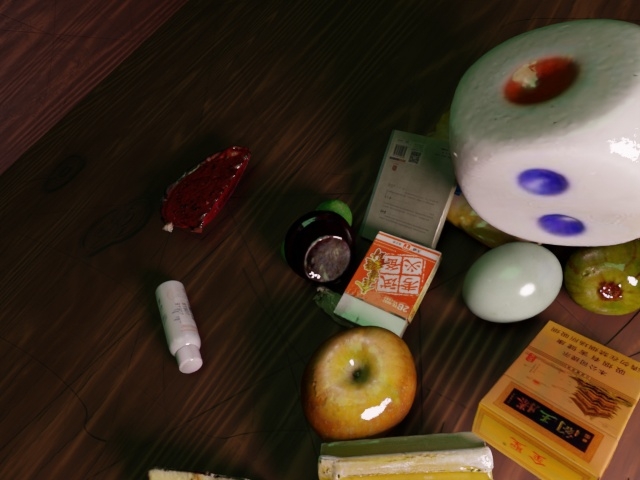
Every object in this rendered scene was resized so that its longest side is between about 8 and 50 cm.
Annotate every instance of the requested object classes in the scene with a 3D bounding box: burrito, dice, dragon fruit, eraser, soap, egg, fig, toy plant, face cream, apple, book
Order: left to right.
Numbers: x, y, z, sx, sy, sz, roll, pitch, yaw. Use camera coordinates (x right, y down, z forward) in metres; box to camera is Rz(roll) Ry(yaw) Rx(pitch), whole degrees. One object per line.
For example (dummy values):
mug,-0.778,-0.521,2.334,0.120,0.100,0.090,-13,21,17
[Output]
face cream,-0.364,0.221,1.201,0.082,0.082,0.269,-33,50,-1
dragon fruit,-0.368,-0.154,1.464,0.282,0.100,0.344,9,58,32
toy plant,0.000,0.000,1.149,0.218,0.175,0.235,-39,23,2
burrito,0.053,0.164,1.072,0.188,0.045,0.058,32,89,35
apple,0.076,0.282,0.896,0.234,0.173,0.210,-26,50,-8
eraser,0.151,0.100,1.031,0.157,0.038,0.230,21,68,27
soap,0.140,0.414,0.754,0.274,0.089,0.174,-7,94,9
book,0.215,-0.111,1.115,0.214,0.025,0.283,26,103,37
egg,0.374,0.083,0.913,0.192,0.149,0.149,-30,49,9
dice,0.423,-0.173,0.812,0.304,0.304,0.277,0,61,41
fig,0.566,0.035,0.906,0.151,0.151,0.259,7,32,29

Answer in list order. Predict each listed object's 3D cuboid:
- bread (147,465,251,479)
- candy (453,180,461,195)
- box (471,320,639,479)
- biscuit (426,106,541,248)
bread,-0.224,0.537,0.867,0.240,0.135,0.178,-3,55,20
candy,0.322,-0.176,1.078,0.088,0.038,0.136,34,92,42
box,0.392,0.256,0.746,0.174,0.076,0.274,26,39,38
biscuit,0.443,-0.190,1.095,0.446,0.104,0.429,29,86,39
